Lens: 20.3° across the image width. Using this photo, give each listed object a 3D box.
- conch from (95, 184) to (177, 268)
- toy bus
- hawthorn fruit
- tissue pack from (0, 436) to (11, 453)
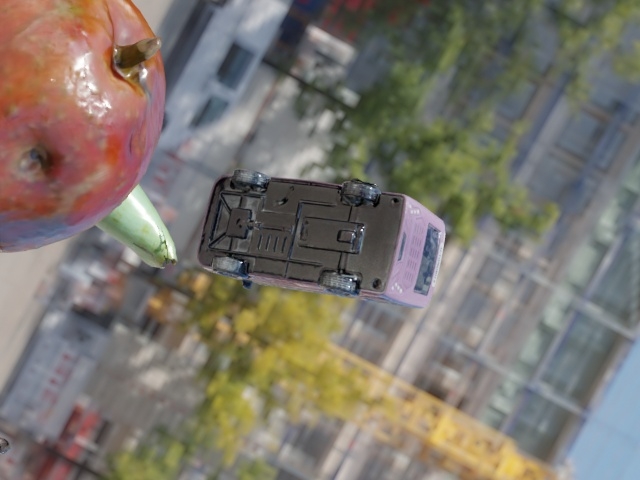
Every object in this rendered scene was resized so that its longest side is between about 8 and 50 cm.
[{"bbox_3d":[-0.250,-0.028,2.313,0.079,0.170,0.106,-39,-179,-8],"label":"conch"},{"bbox_3d":[0.000,0.000,1.515,0.108,0.199,0.096,23,77,-55],"label":"toy bus"},{"bbox_3d":[-0.265,-0.131,1.639,0.299,0.275,0.275,-19,-154,25],"label":"hawthorn fruit"},{"bbox_3d":[-0.487,0.349,1.824,0.361,0.122,0.259,-58,173,13],"label":"tissue pack"}]
